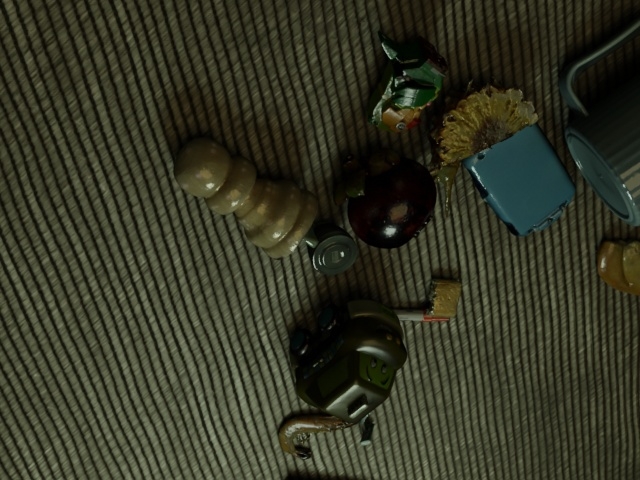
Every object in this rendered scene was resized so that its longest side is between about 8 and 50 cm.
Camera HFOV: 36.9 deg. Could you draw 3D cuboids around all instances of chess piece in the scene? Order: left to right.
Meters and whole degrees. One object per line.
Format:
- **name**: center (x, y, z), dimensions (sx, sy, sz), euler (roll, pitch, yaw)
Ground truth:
- **chess piece**: center (-0.144, -0.084, 1.710), dimensions (0.261, 0.143, 0.142), euler (32, 104, -26)

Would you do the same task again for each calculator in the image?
- **calculator**: center (0.396, -0.130, 1.914), dimensions (0.173, 0.051, 0.293), euler (-38, 123, 5)

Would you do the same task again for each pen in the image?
- **pen**: center (0.160, 0.155, 2.005), dimensions (0.239, 0.028, 0.028), euler (3, 117, -20)

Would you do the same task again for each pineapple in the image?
- **pineapple**: center (0.283, -0.235, 1.784), dimensions (0.233, 0.079, 0.135), euler (-29, 108, -8)

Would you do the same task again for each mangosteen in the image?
- **mangosteen**: center (0.116, -0.083, 1.786), dimensions (0.200, 0.200, 0.200), euler (-9, 120, -15)

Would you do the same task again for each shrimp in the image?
- **shrimp**: center (-0.005, 0.430, 2.097), dimensions (0.178, 0.034, 0.124), euler (-2, 120, -17)

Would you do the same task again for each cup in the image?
- **cup**: center (0.646, -0.228, 1.827), dimensions (0.311, 0.257, 0.331), euler (-35, 125, 4)

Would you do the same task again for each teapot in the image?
- **teapot**: center (0.008, -0.004, 1.827), dimensions (0.092, 0.091, 0.124), euler (-31, 129, -2)

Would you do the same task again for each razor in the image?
- **razor**: center (0.116, 0.332, 2.078), dimensions (0.036, 0.084, 0.211), euler (13, 105, 5)

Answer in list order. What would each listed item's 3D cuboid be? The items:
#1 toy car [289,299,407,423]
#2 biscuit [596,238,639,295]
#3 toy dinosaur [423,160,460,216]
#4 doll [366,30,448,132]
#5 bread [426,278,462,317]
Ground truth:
- **toy car**: center (0.064, 0.261, 1.914), dimensions (0.204, 0.198, 0.248), euler (31, 118, -33)
- **biscuit**: center (0.742, 0.058, 2.146), dimensions (0.299, 0.045, 0.154), euler (-3, 120, -17)
- **toy dinosaur**: center (0.256, -0.137, 1.870), dimensions (0.126, 0.039, 0.162), euler (-39, 124, 3)
- **doll**: center (0.146, -0.276, 1.713), dimensions (0.134, 0.106, 0.186), euler (3, 133, -15)
- **bread**: center (0.259, 0.121, 2.008), dimensions (0.070, 0.035, 0.083), euler (3, 96, -22)
